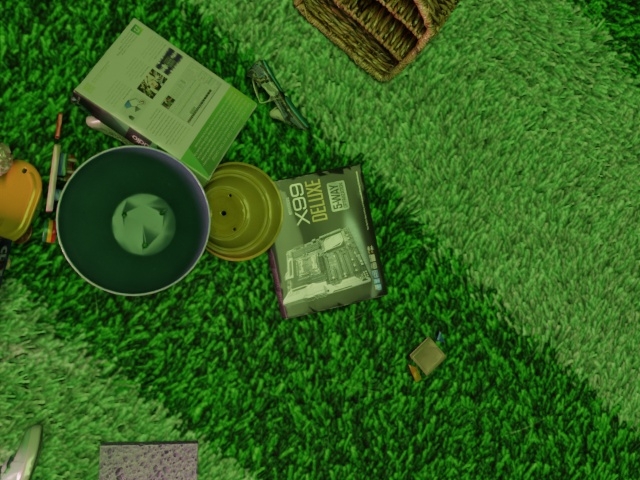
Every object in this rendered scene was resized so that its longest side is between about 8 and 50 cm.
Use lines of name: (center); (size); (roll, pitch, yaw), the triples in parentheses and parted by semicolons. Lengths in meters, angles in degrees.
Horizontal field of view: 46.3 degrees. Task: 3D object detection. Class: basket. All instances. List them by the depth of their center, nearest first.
basket: (0.128, -0.535, 1.658); (0.299, 0.213, 0.223); (41, 80, -10)

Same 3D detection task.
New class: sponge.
sponge: (-0.369, 0.494, 1.614); (0.210, 0.031, 0.117); (3, 89, -14)

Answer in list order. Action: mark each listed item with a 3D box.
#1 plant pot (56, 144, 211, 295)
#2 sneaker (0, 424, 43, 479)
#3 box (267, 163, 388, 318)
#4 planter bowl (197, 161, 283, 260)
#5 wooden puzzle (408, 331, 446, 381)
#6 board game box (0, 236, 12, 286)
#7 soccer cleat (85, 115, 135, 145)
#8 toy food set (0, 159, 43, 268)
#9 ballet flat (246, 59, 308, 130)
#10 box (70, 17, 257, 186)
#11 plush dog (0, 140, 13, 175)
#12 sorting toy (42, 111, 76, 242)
plant pot: (-0.370, -0.037, 1.530); (0.290, 0.195, 0.290); (0, 89, -8)
sneaker: (-0.666, 0.478, 1.509); (0.151, 0.094, 0.256); (23, 83, -10)
box: (0.000, 0.000, 1.688); (0.242, 0.076, 0.307); (-12, 92, -13)
planter bowl: (-0.193, -0.060, 1.592); (0.217, 0.090, 0.217); (1, 94, 11)
wooden puzzle: (0.254, 0.276, 1.781); (0.116, 0.014, 0.078); (-35, 102, -12)
board game box: (-0.720, 0.094, 1.482); (0.165, 0.042, 0.243); (16, 92, 11)
soccer cleat: (-0.403, -0.224, 1.599); (0.196, 0.068, 0.076); (10, 90, -16)
toy food set: (-0.636, -0.056, 1.543); (0.128, 0.071, 0.218); (17, 83, 11)
ballet flat: (-0.101, -0.314, 1.684); (0.070, 0.070, 0.188); (-35, 95, -12)
box: (-0.324, -0.291, 1.587); (0.322, 0.058, 0.232); (34, 61, -10)
plush dog: (-0.757, -0.155, 1.411); (0.262, 0.225, 0.210); (28, 84, -1)
sorting toy: (-0.530, -0.131, 1.532); (0.046, 0.132, 0.274); (7, 87, -21)
